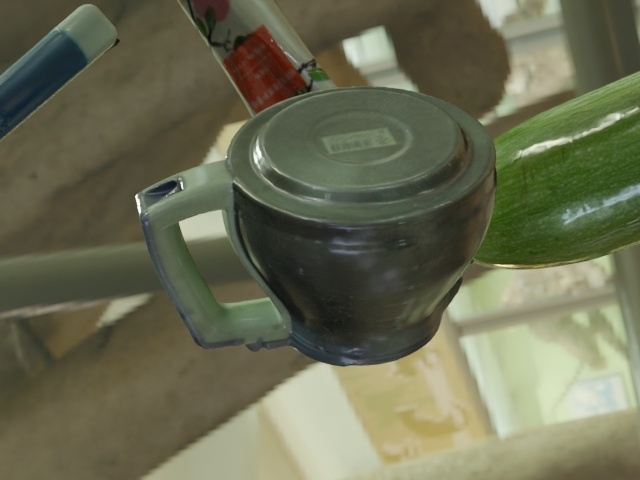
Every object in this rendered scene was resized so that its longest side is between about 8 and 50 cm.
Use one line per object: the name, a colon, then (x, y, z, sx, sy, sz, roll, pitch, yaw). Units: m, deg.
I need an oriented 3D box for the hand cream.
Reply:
hand cream: (-0.051, -0.138, 0.934, 0.050, 0.080, 0.234, -32, -93, -47)

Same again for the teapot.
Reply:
teapot: (0.000, 0.000, 0.367, 0.066, 0.088, 0.057, -114, 17, -55)

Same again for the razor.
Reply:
razor: (-0.149, -0.018, 0.537, 0.068, 0.191, 0.037, 49, 179, -12)

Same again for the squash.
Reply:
squash: (0.231, -0.062, 0.908, 0.107, 0.395, 0.107, 43, -142, -46)
